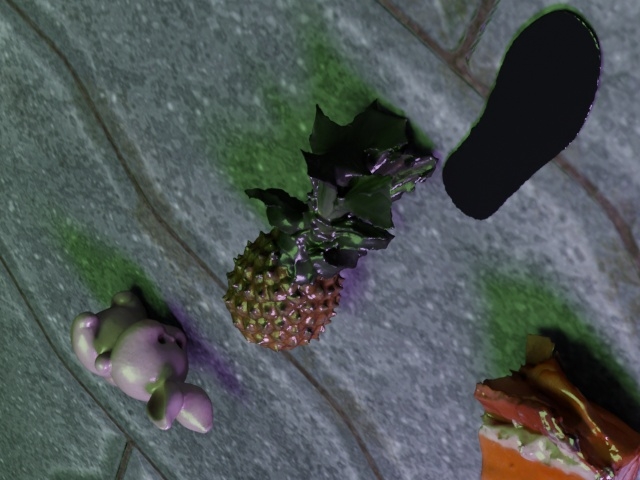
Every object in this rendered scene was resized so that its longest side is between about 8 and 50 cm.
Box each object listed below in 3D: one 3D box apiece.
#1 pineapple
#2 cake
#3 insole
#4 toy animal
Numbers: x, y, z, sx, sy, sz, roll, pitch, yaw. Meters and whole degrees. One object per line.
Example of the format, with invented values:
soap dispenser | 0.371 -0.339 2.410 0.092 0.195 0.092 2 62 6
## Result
pineapple | 0.000 0.000 1.102 0.130 0.119 0.277 63 149 24
cake | 0.205 0.223 1.045 0.135 0.098 0.287 21 133 41
insole | 0.149 -0.086 0.939 0.080 0.003 0.232 47 146 13
toy animal | -0.196 0.143 1.474 0.212 0.124 0.124 25 136 37
